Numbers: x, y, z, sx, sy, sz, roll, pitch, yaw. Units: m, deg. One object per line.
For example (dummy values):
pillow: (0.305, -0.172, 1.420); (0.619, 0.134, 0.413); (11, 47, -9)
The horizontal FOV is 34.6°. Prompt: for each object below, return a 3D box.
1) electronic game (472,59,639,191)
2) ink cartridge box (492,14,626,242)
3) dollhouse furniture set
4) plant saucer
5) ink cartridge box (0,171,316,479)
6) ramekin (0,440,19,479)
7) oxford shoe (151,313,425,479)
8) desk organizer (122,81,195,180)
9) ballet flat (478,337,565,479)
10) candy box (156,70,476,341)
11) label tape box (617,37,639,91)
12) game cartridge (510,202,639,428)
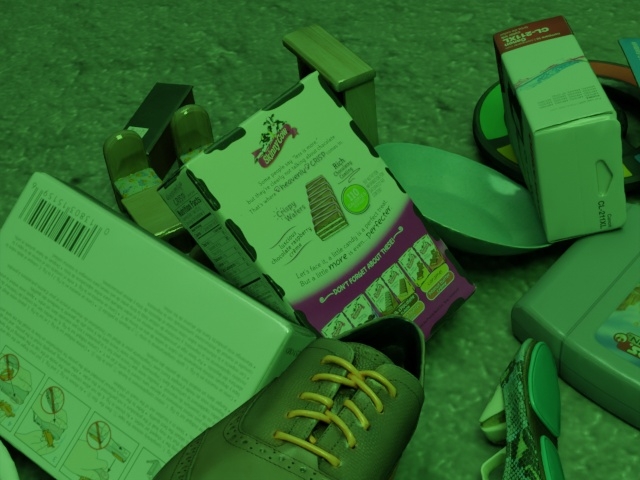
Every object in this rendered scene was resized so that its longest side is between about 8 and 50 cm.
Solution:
electronic game: (0.275, -0.123, 1.078); (0.229, 0.048, 0.229); (-4, 41, 4)
ink cartridge box: (0.215, -0.103, 0.934); (0.072, 0.127, 0.175); (-13, 38, 6)
dollhouse furniture set: (-0.072, -0.080, 0.991); (0.242, 0.161, 0.212); (-24, 44, -19)
plant saucer: (0.129, -0.031, 0.966); (0.195, 0.037, 0.195); (16, 25, -8)
ink cartridge box: (-0.176, 0.109, 0.810); (0.275, 0.060, 0.239); (30, 89, 24)
ramekin: (-0.315, 0.246, 0.674); (0.277, 0.135, 0.277); (-4, 42, 4)
oxford shoe: (-0.016, 0.125, 0.617); (0.130, 0.132, 0.364); (28, 16, 9)
desk organizer: (-0.180, -0.116, 1.131); (0.047, 0.050, 0.130); (7, 43, 16)
ballet flat: (0.149, 0.151, 0.777); (0.070, 0.070, 0.188); (0, 38, 8)
candy box: (0.000, 0.000, 0.854); (0.159, 0.233, 0.071); (-40, 7, -32)
label tape box: (0.472, -0.103, 0.982); (0.334, 0.106, 0.240); (-4, 41, 3)
game cartridge: (0.318, 0.082, 0.836); (0.297, 0.062, 0.198); (27, 47, 32)
